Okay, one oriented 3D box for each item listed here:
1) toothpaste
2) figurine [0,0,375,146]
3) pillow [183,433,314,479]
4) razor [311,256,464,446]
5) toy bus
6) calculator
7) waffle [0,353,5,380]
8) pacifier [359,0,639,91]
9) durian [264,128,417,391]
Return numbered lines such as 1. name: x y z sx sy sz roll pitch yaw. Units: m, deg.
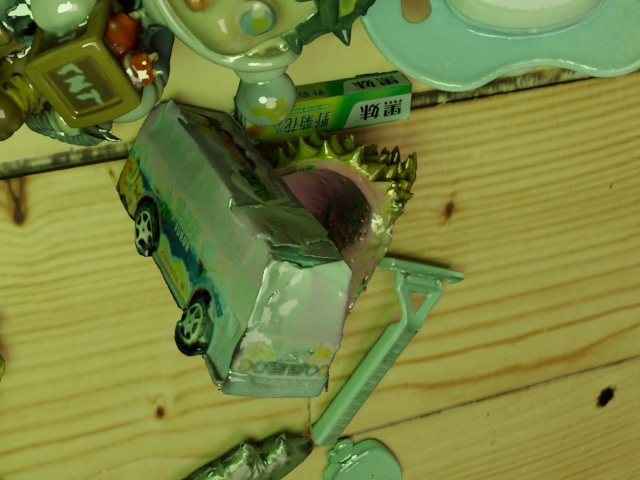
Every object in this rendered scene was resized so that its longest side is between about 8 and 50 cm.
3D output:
1. toothpaste: 0.003 -0.131 1.002 0.178 0.037 0.043 -12 127 -18
2. figurine: -0.116 -0.196 0.769 0.382 0.186 0.261 -23 137 12
3. pillow: -0.121 0.300 1.248 0.241 0.051 0.093 -34 132 3
4. razor: 0.066 0.143 1.221 0.111 0.056 0.278 12 118 -34
5. toy bus: -0.078 -0.003 0.870 0.112 0.317 0.138 6 116 -32
6. calculator: 0.056 0.311 1.362 0.095 0.021 0.153 -37 135 3
7. waffle: -0.452 0.148 0.965 0.282 0.058 0.300 9 117 -28
8. pacifier: 0.181 -0.236 0.938 0.299 0.244 0.233 -4 161 4
9. durian: -0.006 -0.011 1.020 0.186 0.153 0.260 26 125 -19
